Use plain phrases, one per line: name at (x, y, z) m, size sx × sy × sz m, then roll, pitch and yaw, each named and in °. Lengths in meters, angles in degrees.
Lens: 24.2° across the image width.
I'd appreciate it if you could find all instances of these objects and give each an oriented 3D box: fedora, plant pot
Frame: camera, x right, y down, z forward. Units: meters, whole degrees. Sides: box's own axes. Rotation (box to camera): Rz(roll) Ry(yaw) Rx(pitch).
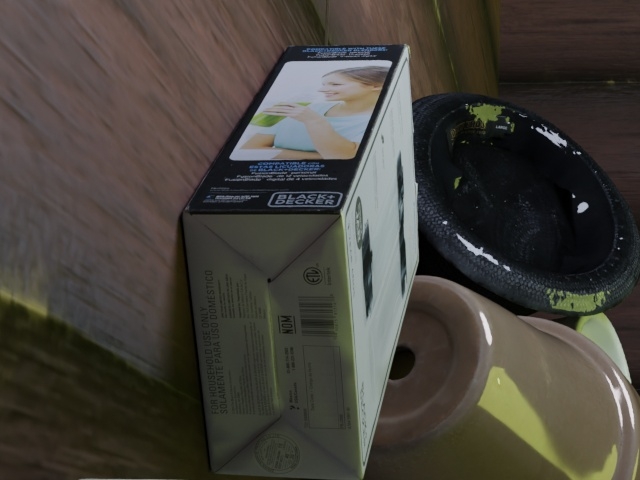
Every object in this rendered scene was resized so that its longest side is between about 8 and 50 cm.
fedora at (0.183, -0.006, 1.597) m, size 0.334 × 0.334 × 0.152 m, roll -76°, pitch -167°, yaw -52°
plant pot at (0.102, 0.144, 1.160) m, size 0.229 × 0.263 × 0.263 m, roll 47°, pitch 41°, yaw -47°

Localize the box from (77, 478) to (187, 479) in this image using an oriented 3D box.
box at (-0.061, 0.151, 0.441) m, size 0.311 × 0.148 × 0.121 m, roll 7°, pitch 84°, yaw -78°

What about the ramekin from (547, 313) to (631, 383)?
ramekin at (0.242, 0.215, 1.579) m, size 0.277 × 0.135 × 0.277 m, roll -8°, pitch 90°, yaw -66°

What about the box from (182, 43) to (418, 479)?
box at (0.000, 0.000, 0.917) m, size 0.290 × 0.087 × 0.169 m, roll -68°, pitch 156°, yaw -62°
